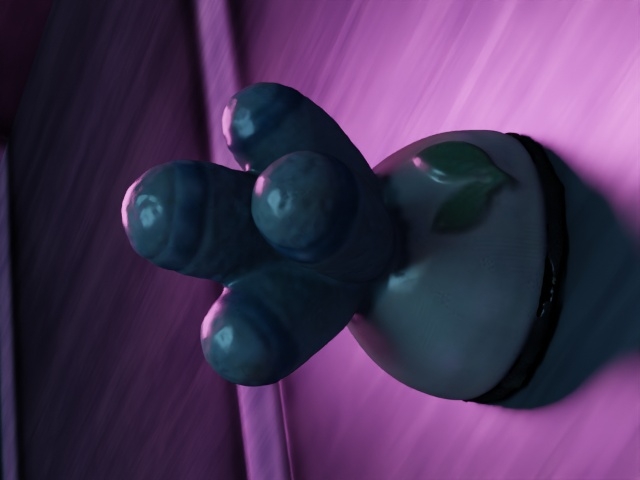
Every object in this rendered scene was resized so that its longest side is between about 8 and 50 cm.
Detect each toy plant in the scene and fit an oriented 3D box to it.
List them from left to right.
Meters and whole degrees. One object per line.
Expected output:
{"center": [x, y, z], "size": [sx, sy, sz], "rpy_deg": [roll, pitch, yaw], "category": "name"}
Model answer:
{"center": [0.000, 0.000, 1.383], "size": [0.247, 0.332, 0.247], "rpy_deg": [-36, 49, 57], "category": "toy plant"}
